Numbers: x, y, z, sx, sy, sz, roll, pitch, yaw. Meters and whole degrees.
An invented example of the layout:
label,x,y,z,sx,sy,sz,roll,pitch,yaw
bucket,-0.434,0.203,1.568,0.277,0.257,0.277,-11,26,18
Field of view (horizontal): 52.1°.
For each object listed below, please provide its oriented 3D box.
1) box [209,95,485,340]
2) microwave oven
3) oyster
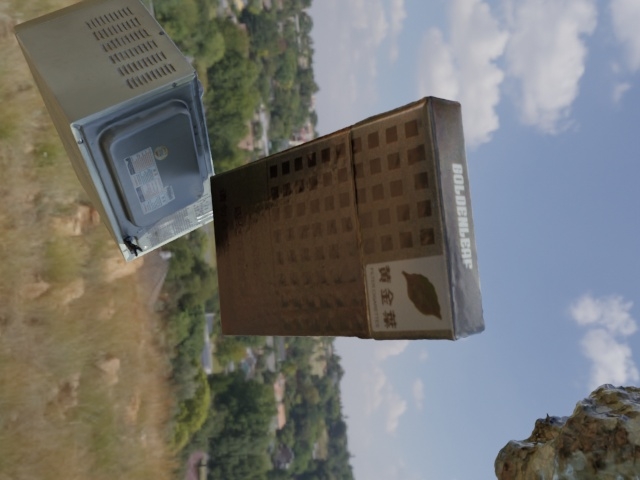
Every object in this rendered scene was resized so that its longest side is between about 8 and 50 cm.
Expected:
label,x,y,z,sx,sy,sz,roll,pitch,yaw
box,0.000,-0.001,0.605,0.324,0.047,0.181,-10,-96,51
microwave oven,-0.211,-0.119,0.738,0.194,0.145,0.241,49,-23,25
oyster,0.202,0.152,0.428,0.064,0.177,0.125,33,34,-44
